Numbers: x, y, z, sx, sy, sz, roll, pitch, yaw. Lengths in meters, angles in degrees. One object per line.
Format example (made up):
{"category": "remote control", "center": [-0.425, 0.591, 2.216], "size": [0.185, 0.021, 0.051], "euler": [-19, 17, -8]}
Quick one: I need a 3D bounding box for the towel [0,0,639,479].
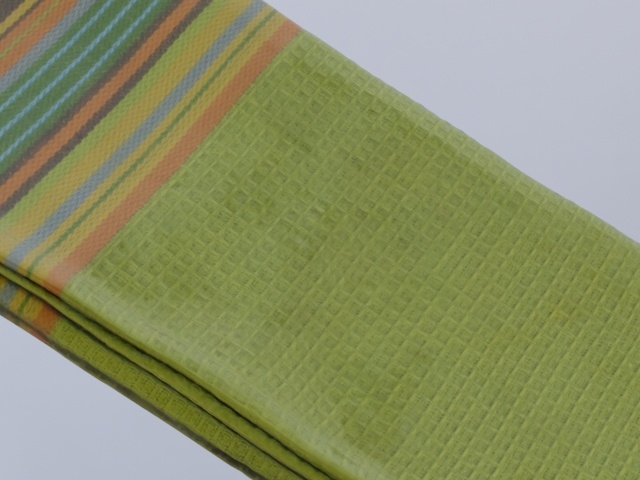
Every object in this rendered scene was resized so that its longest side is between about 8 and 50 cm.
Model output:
{"category": "towel", "center": [0.000, 0.000, 0.393], "size": [0.237, 0.102, 0.021], "euler": [33, -39, 3]}
